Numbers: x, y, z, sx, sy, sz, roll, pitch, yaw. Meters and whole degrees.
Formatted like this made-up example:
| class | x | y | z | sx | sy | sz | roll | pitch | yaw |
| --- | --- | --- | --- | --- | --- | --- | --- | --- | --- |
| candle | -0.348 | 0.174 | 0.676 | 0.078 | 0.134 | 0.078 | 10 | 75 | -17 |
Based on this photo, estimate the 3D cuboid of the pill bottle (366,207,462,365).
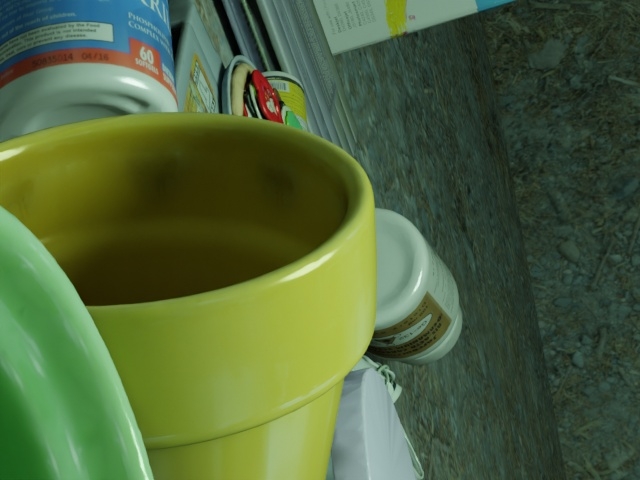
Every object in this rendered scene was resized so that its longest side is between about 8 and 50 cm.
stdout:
| class | x | y | z | sx | sy | sz | roll | pitch | yaw |
| --- | --- | --- | --- | --- | --- | --- | --- | --- | --- |
| pill bottle | 0.079 | 0.060 | 1.960 | 0.229 | 0.131 | 0.131 | 46 | 32 | -65 |

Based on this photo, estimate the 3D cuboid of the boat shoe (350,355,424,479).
| class | x | y | z | sx | sy | sz | roll | pitch | yaw |
| --- | --- | --- | --- | --- | --- | --- | --- | --- | --- |
| boat shoe | 0.045 | 0.153 | 1.833 | 0.083 | 0.075 | 0.226 | -80 | 152 | -63 |

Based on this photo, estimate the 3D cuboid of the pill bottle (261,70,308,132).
| class | x | y | z | sx | sy | sz | roll | pitch | yaw |
| --- | --- | --- | --- | --- | --- | --- | --- | --- | --- |
| pill bottle | -0.044 | -0.102 | 1.766 | 0.065 | 0.065 | 0.116 | 58 | 22 | -52 |

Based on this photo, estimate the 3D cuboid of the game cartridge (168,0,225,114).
| class | x | y | z | sx | sy | sz | roll | pitch | yaw |
| --- | --- | --- | --- | --- | --- | --- | --- | --- | --- |
| game cartridge | -0.103 | -0.051 | 1.490 | 0.297 | 0.062 | 0.198 | -87 | 154 | -54 |

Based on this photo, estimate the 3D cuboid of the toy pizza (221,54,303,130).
| class | x | y | z | sx | sy | sz | roll | pitch | yaw |
| --- | --- | --- | --- | --- | --- | --- | --- | --- | --- |
| toy pizza | -0.038 | -0.068 | 1.595 | 0.201 | 0.032 | 0.201 | -15 | 90 | -78 |

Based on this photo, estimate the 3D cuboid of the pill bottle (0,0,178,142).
| class | x | y | z | sx | sy | sz | roll | pitch | yaw |
| --- | --- | --- | --- | --- | --- | --- | --- | --- | --- |
| pill bottle | -0.163 | -0.163 | 1.193 | 0.124 | 0.124 | 0.221 | 53 | 26 | -60 |

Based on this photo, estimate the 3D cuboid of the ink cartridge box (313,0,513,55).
| class | x | y | z | sx | sy | sz | roll | pitch | yaw |
| --- | --- | --- | --- | --- | --- | --- | --- | --- | --- |
| ink cartridge box | 0.101 | -0.358 | 2.210 | 0.198 | 0.270 | 0.197 | -54 | 127 | -74 |

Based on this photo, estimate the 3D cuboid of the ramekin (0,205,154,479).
| class | x | y | z | sx | sy | sz | roll | pitch | yaw |
| --- | --- | --- | --- | --- | --- | --- | --- | --- | --- |
| ramekin | -0.178 | 0.142 | 0.727 | 0.303 | 0.148 | 0.303 | -15 | 90 | -78 |

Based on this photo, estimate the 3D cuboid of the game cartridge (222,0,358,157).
| class | x | y | z | sx | sy | sz | roll | pitch | yaw |
| --- | --- | --- | --- | --- | --- | --- | --- | --- | --- |
| game cartridge | -0.046 | -0.219 | 1.911 | 0.230 | 0.068 | 0.355 | -86 | 158 | -65 |

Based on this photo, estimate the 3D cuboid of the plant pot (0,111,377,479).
| class | x | y | z | sx | sy | sz | roll | pitch | yaw |
| --- | --- | --- | --- | --- | --- | --- | --- | --- | --- |
| plant pot | -0.092 | 0.084 | 1.001 | 0.254 | 0.254 | 0.239 | -77 | 165 | -64 |

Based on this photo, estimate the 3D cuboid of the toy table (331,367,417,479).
| class | x | y | z | sx | sy | sz | roll | pitch | yaw |
| --- | --- | --- | --- | --- | --- | --- | --- | --- | --- |
| toy table | -0.008 | 0.245 | 1.315 | 0.252 | 0.161 | 0.274 | 40 | 38 | -69 |
